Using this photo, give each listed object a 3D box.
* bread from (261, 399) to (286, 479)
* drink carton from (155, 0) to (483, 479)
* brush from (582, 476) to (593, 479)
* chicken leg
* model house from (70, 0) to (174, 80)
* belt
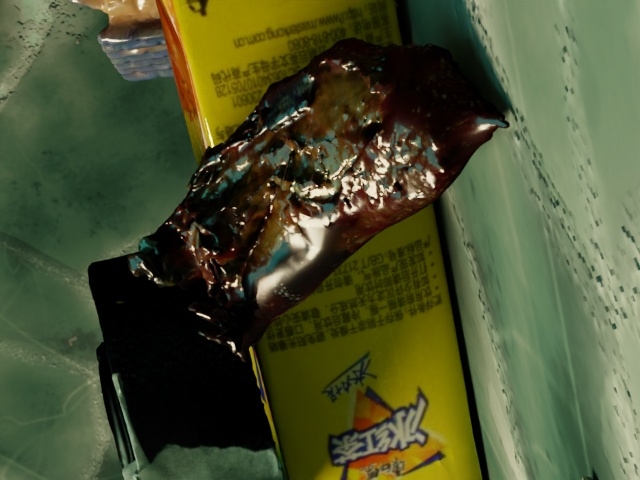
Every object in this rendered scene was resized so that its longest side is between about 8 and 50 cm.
[{"bbox_3d":[0.005,0.116,1.068,0.230,0.123,0.230,161,90,-89],"label":"bread"},{"bbox_3d":[0.000,0.000,0.815,0.154,0.111,0.351,-114,11,-65],"label":"drink carton"},{"bbox_3d":[0.103,0.115,0.530,0.084,0.013,0.016,-113,12,-53],"label":"brush"},{"bbox_3d":[-0.004,-0.023,0.641,0.234,0.063,0.105,-38,51,40],"label":"chicken leg"},{"bbox_3d":[-0.087,-0.198,1.041,0.183,0.166,0.172,-91,-11,-52],"label":"model house"},{"bbox_3d":[-0.067,0.084,0.769,0.198,0.078,0.151,-119,16,-59],"label":"belt"}]
